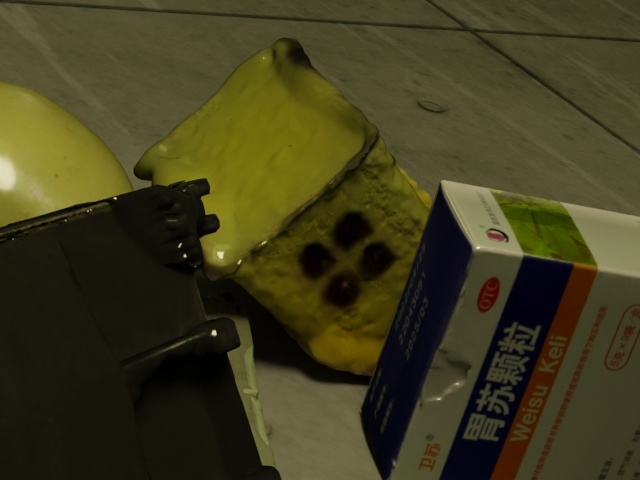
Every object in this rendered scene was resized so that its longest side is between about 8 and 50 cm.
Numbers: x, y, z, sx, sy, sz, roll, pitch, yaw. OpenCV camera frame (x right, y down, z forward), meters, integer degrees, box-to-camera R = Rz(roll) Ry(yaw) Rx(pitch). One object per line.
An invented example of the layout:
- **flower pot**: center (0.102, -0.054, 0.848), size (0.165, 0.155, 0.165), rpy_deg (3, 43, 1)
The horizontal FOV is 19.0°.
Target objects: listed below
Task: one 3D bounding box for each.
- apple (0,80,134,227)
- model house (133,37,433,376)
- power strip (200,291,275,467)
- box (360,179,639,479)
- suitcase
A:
- **apple**: center (-0.235, 0.023, 1.178), size (0.262, 0.262, 0.262), rpy_deg (14, 24, -7)
- **model house**: center (0.000, 0.000, 1.486), size (0.234, 0.175, 0.193), rpy_deg (54, -4, -38)
- **power strip**: center (-0.078, 0.118, 1.311), size (0.080, 0.048, 0.286), rpy_deg (9, 25, -15)
- **box**: center (0.203, 0.088, 1.379), size (0.299, 0.200, 0.106), rpy_deg (9, 27, -18)
- **suitcase**: center (-0.198, 0.134, 0.896), size (0.194, 0.283, 0.434), rpy_deg (-14, 5, 36)
